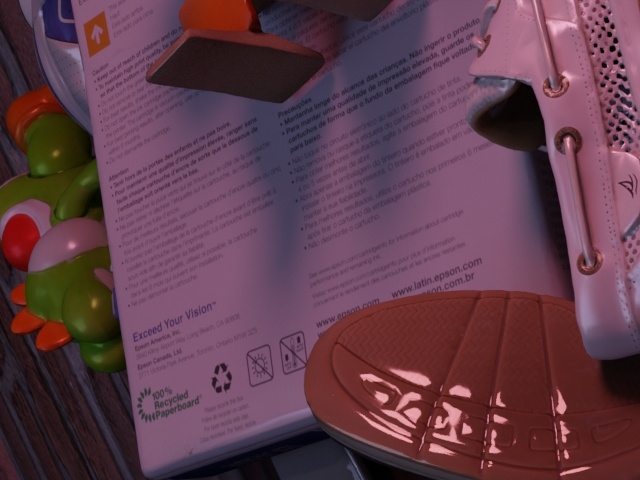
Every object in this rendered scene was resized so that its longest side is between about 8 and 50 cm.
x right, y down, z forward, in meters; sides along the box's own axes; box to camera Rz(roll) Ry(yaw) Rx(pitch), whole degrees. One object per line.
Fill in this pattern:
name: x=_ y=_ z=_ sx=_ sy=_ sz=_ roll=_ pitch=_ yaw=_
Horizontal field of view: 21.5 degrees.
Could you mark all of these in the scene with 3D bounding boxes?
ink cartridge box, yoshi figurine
ink cartridge box: x=-0.003 y=-0.062 z=0.920 sx=0.324 sy=0.071 sz=0.330 roll=-23 pitch=70 yaw=43
yoshi figurine: x=-0.178 y=-0.015 z=1.533 sx=0.203 sy=0.204 sz=0.362 roll=-55 pitch=31 yaw=18

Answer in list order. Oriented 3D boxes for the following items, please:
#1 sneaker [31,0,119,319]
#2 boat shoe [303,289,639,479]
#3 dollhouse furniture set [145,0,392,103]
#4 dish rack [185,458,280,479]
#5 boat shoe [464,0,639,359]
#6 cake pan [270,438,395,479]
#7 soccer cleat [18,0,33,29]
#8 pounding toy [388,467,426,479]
sneaker: x=-0.081 y=-0.065 z=1.155 sx=0.182 sy=0.127 sz=0.315 roll=-13 pitch=93 yaw=57
boat shoe: x=0.135 y=0.089 z=0.723 sx=0.092 sy=0.285 sz=0.102 roll=82 pitch=-165 yaw=-49
dollhouse furniture set: x=-0.046 y=-0.240 z=0.825 sx=0.259 sy=0.135 sz=0.262 roll=-39 pitch=61 yaw=39
dish rack: x=0.022 y=0.256 z=1.100 sx=0.332 sy=0.072 sz=0.285 roll=62 pitch=-174 yaw=22
boat shoe: x=0.105 y=-0.076 z=0.733 sx=0.098 sy=0.096 sz=0.277 roll=48 pitch=-157 yaw=-55
cake pan: x=0.043 y=0.169 z=1.074 sx=0.293 sy=0.054 sz=0.293 roll=57 pitch=-172 yaw=-12
soccer cleat: x=-0.212 y=-0.317 z=1.377 sx=0.116 sy=0.109 sz=0.318 roll=7 pitch=115 yaw=42
pounding toy: x=0.090 y=0.136 z=1.019 sx=0.130 sy=0.100 sz=0.141 roll=60 pitch=-162 yaw=20
